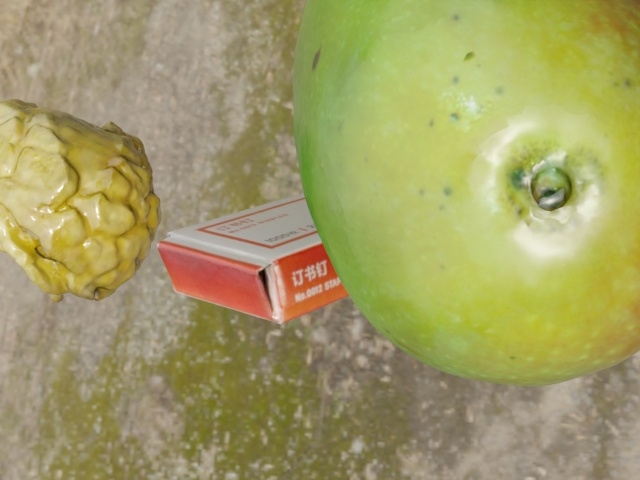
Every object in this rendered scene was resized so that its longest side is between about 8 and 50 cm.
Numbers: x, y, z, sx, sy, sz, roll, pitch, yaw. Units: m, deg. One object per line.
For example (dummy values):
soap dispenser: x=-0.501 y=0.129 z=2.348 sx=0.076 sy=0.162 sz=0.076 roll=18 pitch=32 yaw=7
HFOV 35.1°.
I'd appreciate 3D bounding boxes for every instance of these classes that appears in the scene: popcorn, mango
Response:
popcorn: x=-0.291 y=-0.050 z=1.105 sx=0.190 sy=0.250 sz=0.250 roll=-60 pitch=39 yaw=18
mango: x=0.081 y=-0.064 z=0.561 sx=0.201 sy=0.225 sz=0.382 roll=-36 pitch=25 yaw=7

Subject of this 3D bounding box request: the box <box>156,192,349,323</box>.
box: x=0.000 y=0.001 z=0.779 sx=0.123 sy=0.229 sz=0.050 roll=11 pitch=112 yaw=44
